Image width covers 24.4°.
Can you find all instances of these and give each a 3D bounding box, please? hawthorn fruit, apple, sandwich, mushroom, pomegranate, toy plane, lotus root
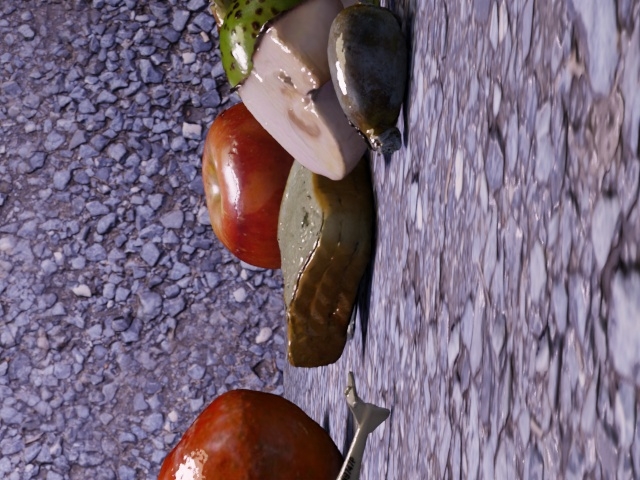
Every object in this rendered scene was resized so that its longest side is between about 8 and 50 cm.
[{"bbox_3d":[-0.082,0.343,1.950,0.284,0.284,0.284,-178,90,-86],"label":"hawthorn fruit"},{"bbox_3d":[-0.068,-0.087,2.249,0.251,0.206,0.272,-115,22,-57],"label":"apple"},{"bbox_3d":[-0.001,0.000,1.853,0.251,0.087,0.226,-97,22,-53],"label":"sandwich"},{"bbox_3d":[0.027,-0.183,1.648,0.173,0.162,0.236,49,164,1],"label":"mushroom"},{"bbox_3d":[-0.068,-0.293,2.128,0.211,0.263,0.211,-37,-41,-40],"label":"pomegranate"},{"bbox_3d":[0.021,0.279,1.564,0.092,0.108,0.286,-94,20,-66],"label":"toy plane"},{"bbox_3d":[0.050,-0.166,1.498,0.088,0.088,0.165,-151,53,-85],"label":"lotus root"}]

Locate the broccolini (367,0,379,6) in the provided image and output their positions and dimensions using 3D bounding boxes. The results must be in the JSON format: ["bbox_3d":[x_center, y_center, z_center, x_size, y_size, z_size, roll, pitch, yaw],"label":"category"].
[{"bbox_3d":[0.051,-0.400,1.769,0.071,0.057,0.254,-1,-83,-61],"label":"broccolini"}]

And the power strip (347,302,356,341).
[{"bbox_3d":[0.026,0.048,1.995,0.081,0.035,0.192,97,173,-48],"label":"power strip"}]
